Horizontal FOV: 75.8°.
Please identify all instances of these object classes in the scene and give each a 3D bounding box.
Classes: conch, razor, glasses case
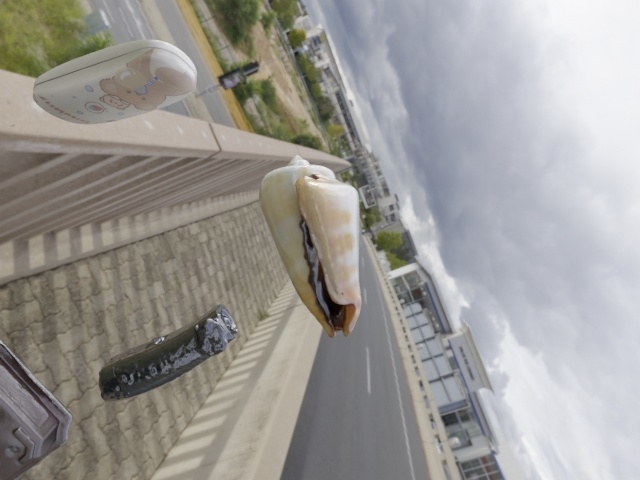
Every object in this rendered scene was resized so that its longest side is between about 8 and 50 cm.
[{"bbox_3d":[0.009,-0.004,0.566,0.158,0.127,0.254,-24,-95,54],"label":"conch"},{"bbox_3d":[-0.369,0.279,1.022,0.107,0.327,0.189,64,-5,-7],"label":"razor"},{"bbox_3d":[-0.243,-0.182,0.486,0.081,0.204,0.051,28,56,-67],"label":"glasses case"}]

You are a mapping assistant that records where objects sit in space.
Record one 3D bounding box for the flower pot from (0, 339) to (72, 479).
[{"bbox_3d":[-0.553,0.297,0.667,0.250,0.179,0.084,59,-14,-16],"label":"flower pot"}]
